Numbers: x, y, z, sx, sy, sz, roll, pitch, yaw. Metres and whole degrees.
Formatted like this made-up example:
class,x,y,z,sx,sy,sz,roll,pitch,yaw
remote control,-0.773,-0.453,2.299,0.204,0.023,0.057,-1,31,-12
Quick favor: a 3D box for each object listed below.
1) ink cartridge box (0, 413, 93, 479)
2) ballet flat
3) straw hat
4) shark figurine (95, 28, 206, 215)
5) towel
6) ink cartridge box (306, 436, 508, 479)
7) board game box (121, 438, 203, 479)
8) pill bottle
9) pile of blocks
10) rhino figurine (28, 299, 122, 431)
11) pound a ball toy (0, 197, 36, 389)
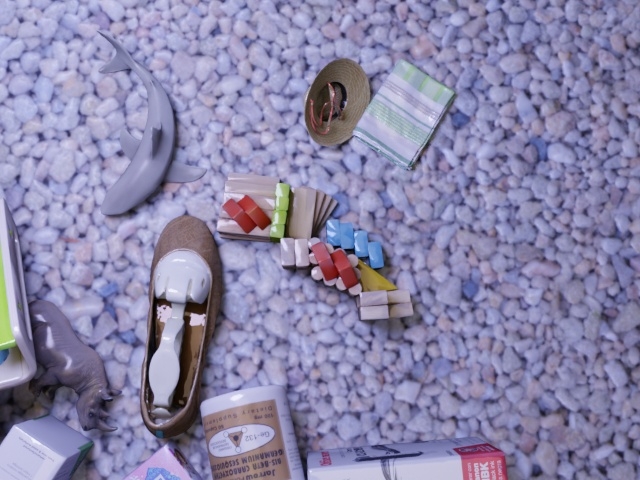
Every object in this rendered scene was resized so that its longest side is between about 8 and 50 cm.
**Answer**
class,x,y,z,sx,sy,sz,roll,pitch,yaw
ink cartridge box,-0.442,0.372,1.195,0.092,0.160,0.219,32,85,2
ballet flat,-0.217,0.126,1.243,0.116,0.124,0.343,9,84,-1
straw hat,0.007,-0.222,1.313,0.061,0.144,0.145,21,82,44
shark figurine,-0.268,-0.184,1.282,0.166,0.116,0.278,-3,86,-3
towel,0.135,-0.204,1.333,0.113,0.023,0.152,32,84,-3
ink cartridge box,0.115,0.358,1.189,0.272,0.197,0.114,-5,83,-2
board game box,-0.252,0.522,1.229,0.318,0.066,0.319,-39,87,-5
pill bottle,-0.092,0.335,1.204,0.131,0.131,0.229,-13,75,-3
pile of blocks,0.000,0.000,1.267,0.362,0.112,0.149,31,84,2
rhino figurine,-0.388,0.195,1.259,0.106,0.073,0.243,-41,88,-2
pound a ball toy,-0.533,0.076,1.192,0.208,0.136,0.319,-15,49,-13
